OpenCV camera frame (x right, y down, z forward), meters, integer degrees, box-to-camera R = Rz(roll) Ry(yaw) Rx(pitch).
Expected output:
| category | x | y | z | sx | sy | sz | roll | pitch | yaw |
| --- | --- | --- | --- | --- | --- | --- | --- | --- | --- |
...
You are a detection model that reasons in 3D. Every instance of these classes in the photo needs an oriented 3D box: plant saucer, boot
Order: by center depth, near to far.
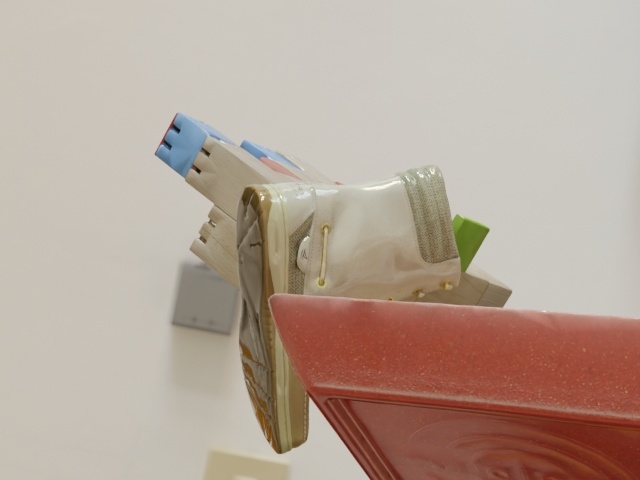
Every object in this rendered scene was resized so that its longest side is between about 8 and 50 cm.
| category | x | y | z | sx | sy | sz | roll | pitch | yaw |
| --- | --- | --- | --- | --- | --- | --- | --- | --- | --- |
| plant saucer | 0.121 | 0.124 | 0.764 | 0.259 | 0.259 | 0.047 | 59 | -138 | -50 |
| boot | 0.023 | 0.052 | 0.992 | 0.077 | 0.165 | 0.213 | -145 | 50 | -60 |

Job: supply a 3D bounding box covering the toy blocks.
| category | x | y | z | sx | sy | sz | roll | pitch | yaw |
| --- | --- | --- | --- | --- | --- | --- | --- | --- | --- |
| toy blocks | 0.000 | 0.000 | 1.267 | 0.261 | 0.381 | 0.190 | 37 | 102 | 38 |
